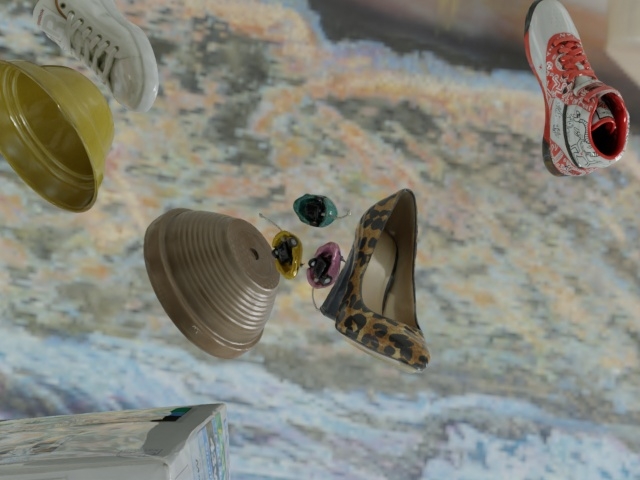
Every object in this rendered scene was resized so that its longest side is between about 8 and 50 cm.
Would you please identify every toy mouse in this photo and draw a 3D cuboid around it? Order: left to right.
[{"bbox_3d":[0.000,0.000,1.467,0.031,0.161,0.143,7,145,-42],"label":"toy mouse"}]

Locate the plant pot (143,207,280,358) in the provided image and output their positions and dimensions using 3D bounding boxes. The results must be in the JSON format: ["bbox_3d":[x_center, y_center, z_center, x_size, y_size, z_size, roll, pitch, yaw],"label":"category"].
[{"bbox_3d":[-0.136,0.043,1.775,0.110,0.237,0.237,-31,150,23],"label":"plant pot"}]

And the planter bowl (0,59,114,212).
[{"bbox_3d":[-0.321,-0.148,1.521,0.217,0.090,0.217,30,142,27],"label":"planter bowl"}]

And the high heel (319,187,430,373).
[{"bbox_3d":[0.092,0.041,1.421,0.093,0.186,0.261,27,-176,-26],"label":"high heel"}]

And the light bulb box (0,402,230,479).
[{"bbox_3d":[-0.186,0.323,0.949,0.225,0.358,0.361,-4,179,2],"label":"light bulb box"}]

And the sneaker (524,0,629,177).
[{"bbox_3d":[0.375,-0.230,1.770,0.090,0.270,0.145,-6,179,-22],"label":"sneaker"}]

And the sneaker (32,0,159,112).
[{"bbox_3d":[-0.329,-0.278,1.710,0.123,0.290,0.106,-7,137,-39],"label":"sneaker"}]
